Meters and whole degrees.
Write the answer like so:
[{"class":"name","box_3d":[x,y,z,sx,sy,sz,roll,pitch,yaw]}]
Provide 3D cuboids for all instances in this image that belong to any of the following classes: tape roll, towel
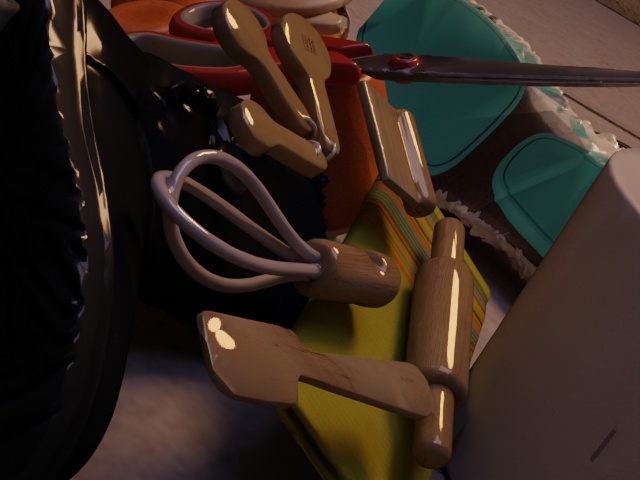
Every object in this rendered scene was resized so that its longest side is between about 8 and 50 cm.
[{"class":"tape roll","box_3d":[0.204,0.089,0.627,0.246,0.169,0.246,25,23,-11]},{"class":"towel","box_3d":[0.033,0.044,0.610,0.102,0.021,0.237,56,28,-14]}]

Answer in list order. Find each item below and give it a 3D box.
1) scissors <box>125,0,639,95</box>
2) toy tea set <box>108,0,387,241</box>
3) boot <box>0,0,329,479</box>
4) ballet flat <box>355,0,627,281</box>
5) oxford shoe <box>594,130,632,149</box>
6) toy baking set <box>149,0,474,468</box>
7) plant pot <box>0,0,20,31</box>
[{"class":"scissors","box_3d":[0.025,-0.089,0.678,0.297,0.021,0.109,14,33,22]},{"class":"toy tea set","box_3d":[-0.060,-0.094,0.824,0.200,0.124,0.336,-4,31,-3]},{"class":"boot","box_3d":[-0.070,0.011,0.541,0.207,0.094,0.247,33,41,-49]},{"class":"ballet flat","box_3d":[0.152,-0.043,0.946,0.147,0.147,0.409,12,31,-37]},{"class":"oxford shoe","box_3d":[0.226,-0.035,1.040,0.096,0.083,0.227,13,26,-27]},{"class":"toy baking set","box_3d":[0.004,0.003,0.544,0.197,0.030,0.256,44,33,-29]},{"class":"plant pot","box_3d":[-0.254,-0.066,0.310,0.293,0.196,0.293,35,2,-1]}]
